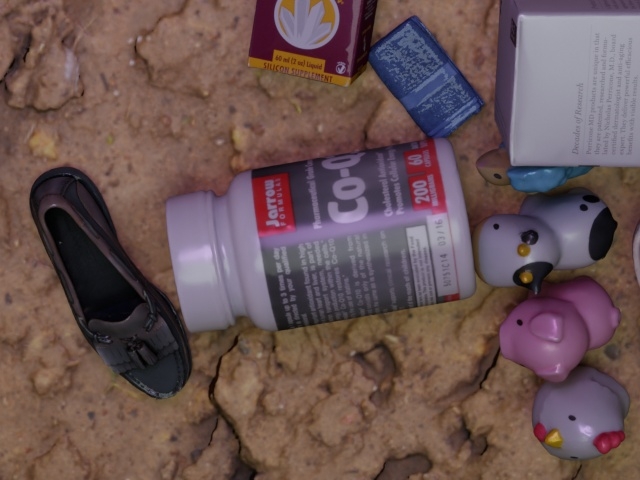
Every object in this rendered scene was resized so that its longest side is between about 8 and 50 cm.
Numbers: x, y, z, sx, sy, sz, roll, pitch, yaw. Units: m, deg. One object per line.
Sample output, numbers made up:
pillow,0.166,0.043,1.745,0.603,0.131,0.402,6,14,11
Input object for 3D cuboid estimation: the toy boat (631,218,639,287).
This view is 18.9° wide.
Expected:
toy boat,0.474,0.059,1.908,0.267,0.148,0.318,-27,108,7

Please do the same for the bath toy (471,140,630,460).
bath toy,0.238,0.072,1.910,0.151,0.129,0.348,-14,111,-6

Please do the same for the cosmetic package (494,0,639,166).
cosmetic package,0.264,-0.162,1.821,0.183,0.151,0.151,0,110,-1

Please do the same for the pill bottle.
pill bottle,0.000,0.000,1.865,0.283,0.161,0.161,-10,110,1

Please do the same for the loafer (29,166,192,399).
loafer,-0.215,0.056,1.919,0.096,0.084,0.267,-26,108,7

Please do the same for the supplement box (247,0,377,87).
supplement box,0.001,-0.250,1.807,0.104,0.081,0.188,12,110,10

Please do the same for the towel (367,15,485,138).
towel,0.101,-0.158,1.882,0.067,0.029,0.119,-37,107,11
